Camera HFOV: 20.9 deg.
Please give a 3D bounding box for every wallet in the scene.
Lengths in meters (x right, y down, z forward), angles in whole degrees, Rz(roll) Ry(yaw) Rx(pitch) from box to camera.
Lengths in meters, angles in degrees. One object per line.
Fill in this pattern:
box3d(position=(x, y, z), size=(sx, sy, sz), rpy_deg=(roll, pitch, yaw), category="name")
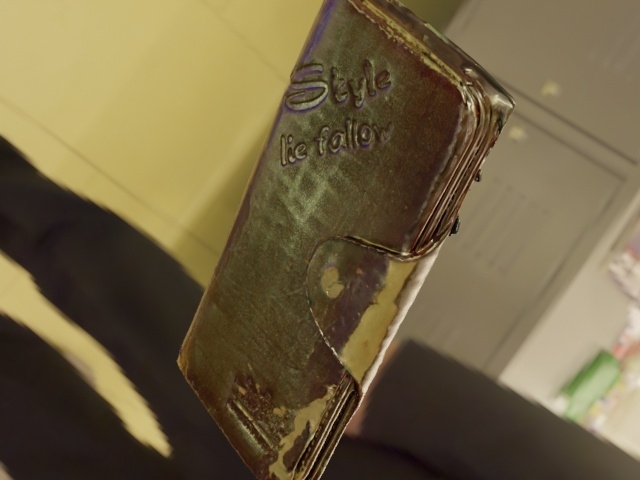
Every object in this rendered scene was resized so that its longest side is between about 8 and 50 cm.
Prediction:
box3d(position=(0.000, 0.000, 0.817), size=(0.031, 0.122, 0.232), rpy_deg=(2, 123, -42), category="wallet")
